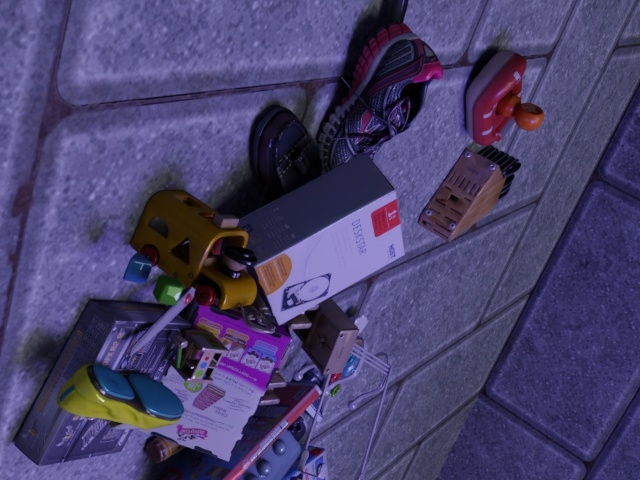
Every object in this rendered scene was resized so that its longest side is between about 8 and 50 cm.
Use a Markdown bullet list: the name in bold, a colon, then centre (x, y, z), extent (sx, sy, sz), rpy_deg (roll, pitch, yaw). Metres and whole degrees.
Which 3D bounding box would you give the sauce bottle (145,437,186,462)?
- **sauce bottle**: centre (-0.246, 0.343, 1.553), extent (0.128, 0.042, 0.042), rpy_deg (-26, 141, -52)

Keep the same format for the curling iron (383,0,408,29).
- **curling iron**: centre (0.120, -0.339, 1.410), extent (0.068, 0.035, 0.274), rpy_deg (-34, 149, -29)

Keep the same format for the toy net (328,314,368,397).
- **toy net**: centre (0.052, 0.246, 1.995), extent (0.122, 0.045, 0.232), rpy_deg (-36, 147, -34)

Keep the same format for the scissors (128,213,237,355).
- **scissors**: centre (-0.183, 0.080, 1.288), extent (0.109, 0.021, 0.297), rpy_deg (90, 24, -49)

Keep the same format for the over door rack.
- **over door rack**: centre (0.040, 0.353, 1.851), extent (0.239, 0.108, 0.324), rpy_deg (37, 54, -47)

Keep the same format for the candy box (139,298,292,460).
- **candy box**: centre (-0.166, 0.210, 1.393), extent (0.233, 0.159, 0.071), rpy_deg (-62, -164, 12)

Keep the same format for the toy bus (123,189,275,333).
- **toy bus**: centre (-0.145, 0.012, 1.167), extent (0.202, 0.191, 0.104), rpy_deg (19, 108, -20)

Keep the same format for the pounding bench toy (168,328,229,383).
- **pounding bench toy**: centre (-0.189, 0.169, 1.291), extent (0.083, 0.052, 0.065), rpy_deg (15, 107, -47)

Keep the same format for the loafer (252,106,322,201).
- **loafer**: centre (-0.026, -0.085, 1.374), extent (0.109, 0.095, 0.302), rpy_deg (-47, 154, -21)

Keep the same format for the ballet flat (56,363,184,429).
- **ballet flat**: centre (-0.269, 0.217, 1.195), extent (0.077, 0.077, 0.231), rpy_deg (-37, 153, 5)

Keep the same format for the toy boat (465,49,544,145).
- **toy boat**: centre (0.394, -0.280, 1.855), extent (0.151, 0.151, 0.231), rpy_deg (-50, 155, -16)

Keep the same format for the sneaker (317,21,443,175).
- **sneaker**: centre (0.085, -0.190, 1.409), extent (0.121, 0.112, 0.299), rpy_deg (-21, 148, -40)

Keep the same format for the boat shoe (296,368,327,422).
- **boat shoe**: centre (-0.013, 0.338, 1.953), extent (0.083, 0.065, 0.183), rpy_deg (-52, 155, -13)

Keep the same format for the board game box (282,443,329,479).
- **board game box**: centre (-0.090, 0.666, 2.025), extent (0.302, 0.086, 0.308), rpy_deg (-21, 109, -52)

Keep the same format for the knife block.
- **knife block**: centre (0.358, -0.101, 2.084), extent (0.275, 0.088, 0.242), rpy_deg (-56, 155, -4)

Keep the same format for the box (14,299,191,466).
- **box**: centre (-0.300, 0.198, 1.254), extent (0.231, 0.056, 0.183), rpy_deg (-61, 155, 7)

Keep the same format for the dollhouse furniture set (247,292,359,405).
- **dollhouse furniture set**: centre (-0.083, 0.154, 1.567), extent (0.242, 0.161, 0.212), rpy_deg (1, 121, -37)

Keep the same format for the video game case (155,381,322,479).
- **video game case**: centre (-0.148, 0.354, 1.604), extent (0.285, 0.204, 0.025), rpy_deg (-42, 107, -30)

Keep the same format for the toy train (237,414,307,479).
- **toy train**: centre (-0.149, 0.437, 1.634), extent (0.190, 0.142, 0.334), rpy_deg (-31, -168, 48)

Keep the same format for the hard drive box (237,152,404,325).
- **hard drive box**: centre (0.000, 0.000, 1.342), extent (0.232, 0.089, 0.181), rpy_deg (-30, 147, -8)
